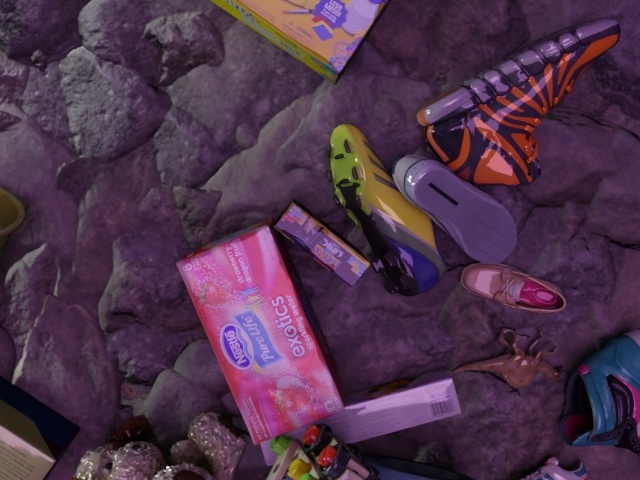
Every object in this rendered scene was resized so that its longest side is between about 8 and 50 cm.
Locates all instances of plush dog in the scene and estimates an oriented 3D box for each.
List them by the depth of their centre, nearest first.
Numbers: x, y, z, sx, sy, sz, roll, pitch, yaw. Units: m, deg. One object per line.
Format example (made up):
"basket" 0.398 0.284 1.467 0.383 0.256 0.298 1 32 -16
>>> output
"plush dog" -0.260 0.375 1.156 0.225 0.262 0.211 18 105 5

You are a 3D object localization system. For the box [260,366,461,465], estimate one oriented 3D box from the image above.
"box" 0.061 0.281 1.227 0.324 0.063 0.067 -16 96 1

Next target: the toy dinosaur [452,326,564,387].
"toy dinosaur" 0.310 0.190 1.225 0.183 0.053 0.093 4 98 -1

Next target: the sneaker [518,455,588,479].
"sneaker" 0.361 0.392 1.254 0.161 0.057 0.075 0 80 1

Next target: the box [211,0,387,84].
"box" -0.019 -0.425 1.090 0.290 0.177 0.279 33 94 -4

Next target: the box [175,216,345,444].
"box" -0.087 0.132 1.169 0.154 0.142 0.300 -21 96 3

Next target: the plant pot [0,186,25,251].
"plant pot" -0.600 0.048 1.115 0.276 0.276 0.254 19 107 -3

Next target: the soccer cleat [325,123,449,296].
"soccer cleat" 0.105 -0.053 1.192 0.121 0.093 0.289 -27 92 -28

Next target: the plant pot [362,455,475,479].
"plant pot" 0.130 0.472 1.162 0.271 0.271 0.255 11 83 -2

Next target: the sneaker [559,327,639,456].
"sneaker" 0.476 0.306 1.201 0.178 0.124 0.295 -20 89 -3

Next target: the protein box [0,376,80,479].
"protein box" -0.529 0.343 1.193 0.200 0.136 0.201 35 95 -5

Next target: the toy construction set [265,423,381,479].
"toy construction set" -0.014 0.380 1.069 0.151 0.327 0.215 39 84 -26

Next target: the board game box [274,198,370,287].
"board game box" 0.000 0.000 1.141 0.141 0.170 0.048 39 93 -4

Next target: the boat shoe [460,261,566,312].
"boat shoe" 0.308 0.075 1.208 0.170 0.059 0.063 12 96 -2

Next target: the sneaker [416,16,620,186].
"sneaker" 0.321 -0.195 1.159 0.321 0.124 0.180 -28 100 13

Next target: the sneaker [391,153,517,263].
"sneaker" 0.208 -0.055 1.160 0.094 0.091 0.258 -46 127 7
